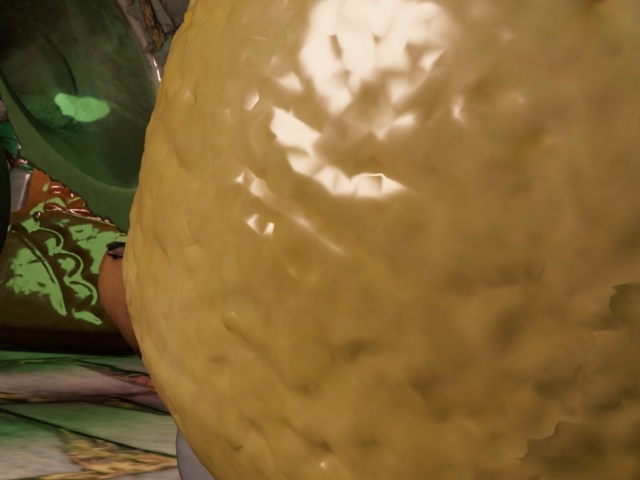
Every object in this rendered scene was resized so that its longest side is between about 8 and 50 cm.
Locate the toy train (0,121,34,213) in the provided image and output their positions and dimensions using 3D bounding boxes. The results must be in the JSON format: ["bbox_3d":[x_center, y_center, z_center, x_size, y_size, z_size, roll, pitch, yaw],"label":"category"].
[{"bbox_3d":[-0.270,-0.021,1.685,0.249,0.178,0.429,14,-1,-14],"label":"toy train"}]

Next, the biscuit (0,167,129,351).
[{"bbox_3d":[-0.148,-0.004,1.156,0.284,0.043,0.306,37,52,28],"label":"biscuit"}]

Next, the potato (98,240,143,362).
[{"bbox_3d":[-0.064,0.048,0.898,0.138,0.098,0.243,-1,3,-19],"label":"potato"}]

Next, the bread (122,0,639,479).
[{"bbox_3d":[0.090,-0.011,0.486,0.320,0.237,0.320,22,25,-11],"label":"bread"}]

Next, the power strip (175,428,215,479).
[{"bbox_3d":[0.024,0.091,0.609,0.216,0.044,0.137,4,3,41],"label":"power strip"}]

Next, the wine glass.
[{"bbox_3d":[-0.273,-0.053,0.932,0.323,0.238,0.238,-26,-12,27],"label":"wine glass"}]
